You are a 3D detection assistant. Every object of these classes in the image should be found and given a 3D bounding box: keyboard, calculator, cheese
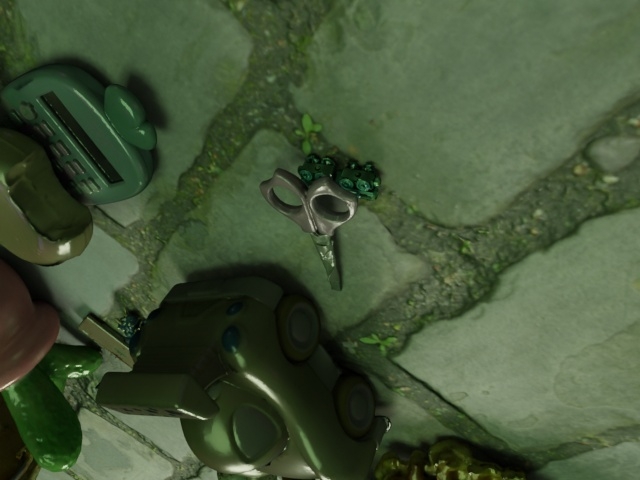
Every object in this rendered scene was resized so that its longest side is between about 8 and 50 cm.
[{"bbox_3d":[-0.338,0.186,1.235,0.166,0.017,0.055,40,135,-10],"label":"keyboard"},{"bbox_3d":[-0.298,-0.123,0.877,0.298,0.041,0.185,-10,125,41],"label":"calculator"},{"bbox_3d":[-0.393,-0.093,0.878,0.163,0.082,0.286,3,132,34],"label":"cheese"}]

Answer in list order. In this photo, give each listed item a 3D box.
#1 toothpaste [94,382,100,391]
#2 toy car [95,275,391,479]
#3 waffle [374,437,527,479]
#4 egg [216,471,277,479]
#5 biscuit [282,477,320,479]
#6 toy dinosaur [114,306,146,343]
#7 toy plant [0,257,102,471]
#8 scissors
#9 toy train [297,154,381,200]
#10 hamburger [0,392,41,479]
[{"bbox_3d":[-0.389,0.282,1.362,0.083,0.017,0.020,-3,127,33],"label":"toothpaste"},{"bbox_3d":[-0.094,0.227,0.961,0.242,0.226,0.336,-8,125,38],"label":"toy car"},{"bbox_3d":[0.211,0.425,1.039,0.325,0.068,0.302,42,128,6],"label":"waffle"},{"bbox_3d":[-0.130,0.416,1.286,0.110,0.085,0.085,20,141,-8],"label":"egg"},{"bbox_3d":[0.044,0.449,1.150,0.049,0.197,0.301,-34,138,10],"label":"biscuit"},{"bbox_3d":[-0.300,0.145,1.158,0.047,0.030,0.083,10,135,25],"label":"toy dinosaur"},{"bbox_3d":[-0.529,0.189,1.233,0.356,0.210,0.317,56,168,-31],"label":"toy plant"},{"bbox_3d":[0.000,-0.001,0.809,0.110,0.021,0.212,11,144,21],"label":"scissors"},{"bbox_3d":[0.019,-0.061,0.753,0.092,0.029,0.045,12,144,20],"label":"toy train"},{"bbox_3d":[-0.724,0.426,1.520,0.318,0.277,0.195,38,139,23],"label":"hamburger"}]
